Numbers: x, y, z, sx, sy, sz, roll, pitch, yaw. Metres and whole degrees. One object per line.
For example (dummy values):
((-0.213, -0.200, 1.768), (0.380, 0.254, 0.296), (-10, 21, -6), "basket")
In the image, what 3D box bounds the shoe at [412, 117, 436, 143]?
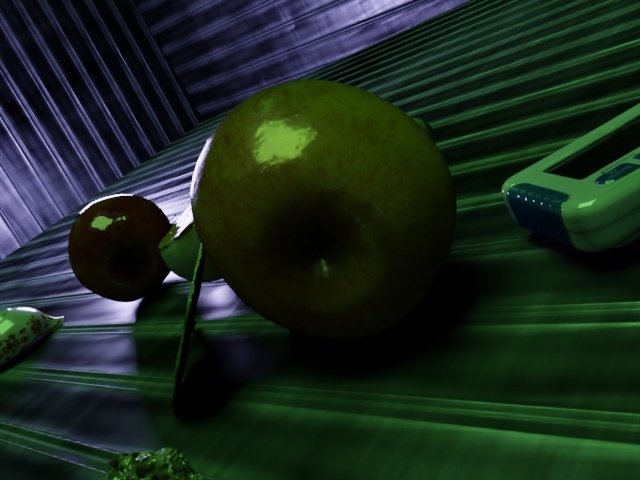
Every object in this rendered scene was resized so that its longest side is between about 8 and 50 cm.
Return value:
((0.078, -0.131, 1.181), (0.274, 0.103, 0.098), (-22, 34, 27), "shoe")

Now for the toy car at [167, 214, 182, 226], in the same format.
((-0.398, -0.050, 1.764), (0.041, 0.025, 0.093), (-38, 24, -26), "toy car")

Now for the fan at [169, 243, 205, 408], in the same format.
((-0.176, 0.109, 0.871), (0.335, 0.011, 0.230), (128, 152, -75), "fan")

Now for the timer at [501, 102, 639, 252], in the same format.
((0.341, -0.077, 0.694), (0.253, 0.078, 0.178), (-30, 17, -3), "timer")

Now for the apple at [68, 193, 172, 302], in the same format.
((-0.404, 0.014, 1.325), (0.218, 0.218, 0.201), (-35, 28, -16), "apple")

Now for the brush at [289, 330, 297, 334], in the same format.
((-0.027, 0.102, 0.876), (0.024, 0.008, 0.083), (-25, 20, 22), "brush")

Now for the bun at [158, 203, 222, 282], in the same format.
((-0.134, -0.032, 1.134), (0.299, 0.165, 0.299), (-43, 14, 14), "bun")

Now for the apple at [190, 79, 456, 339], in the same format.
((0.003, -0.032, 0.735), (0.299, 0.299, 0.275), (-27, 23, 7), "apple")

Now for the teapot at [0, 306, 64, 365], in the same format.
((-0.698, 0.220, 1.424), (0.245, 0.116, 0.159), (-41, 32, -14), "teapot")

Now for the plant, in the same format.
((-0.169, 0.264, 0.613), (0.122, 0.104, 0.116), (-58, -25, 12), "plant")
